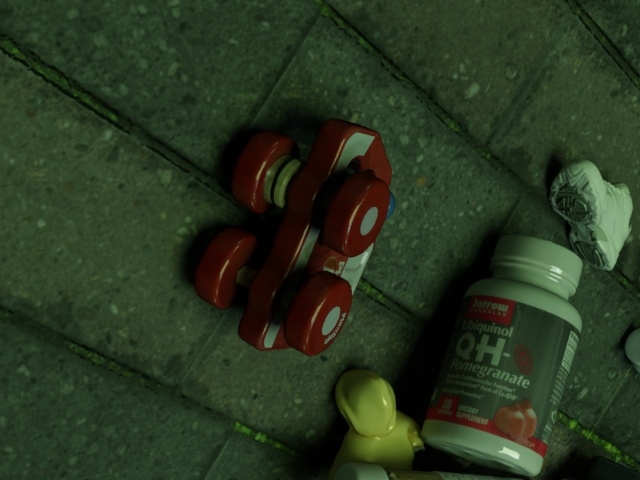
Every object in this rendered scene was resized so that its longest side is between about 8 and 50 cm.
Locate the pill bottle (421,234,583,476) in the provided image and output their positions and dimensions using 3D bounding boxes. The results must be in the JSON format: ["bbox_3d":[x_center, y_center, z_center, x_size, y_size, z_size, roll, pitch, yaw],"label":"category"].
[{"bbox_3d":[0.271,0.161,1.702,0.176,0.176,0.318,34,69,-43],"label":"pill bottle"}]

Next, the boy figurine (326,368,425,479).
[{"bbox_3d":[0.073,0.309,1.697,0.177,0.092,0.285,-30,125,-25],"label":"boy figurine"}]

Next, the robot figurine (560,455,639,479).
[{"bbox_3d":[0.464,0.516,2.037,0.209,0.174,0.278,34,75,-33],"label":"robot figurine"}]

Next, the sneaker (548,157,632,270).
[{"bbox_3d":[0.424,-0.062,1.825,0.115,0.090,0.232,-51,142,-18],"label":"sneaker"}]

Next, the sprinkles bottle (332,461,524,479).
[{"bbox_3d":[0.193,0.377,1.629,0.356,0.121,0.121,8,106,-18],"label":"sprinkles bottle"}]

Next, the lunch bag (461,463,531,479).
[{"bbox_3d":[0.224,0.496,1.802,0.305,0.213,0.256,-46,136,-19],"label":"lunch bag"}]

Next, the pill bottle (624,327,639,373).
[{"bbox_3d":[0.598,0.209,2.080,0.160,0.087,0.087,32,88,-43],"label":"pill bottle"}]

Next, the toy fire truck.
[{"bbox_3d":[0.000,0.000,1.467,0.254,0.169,0.302,4,110,-66],"label":"toy fire truck"}]
